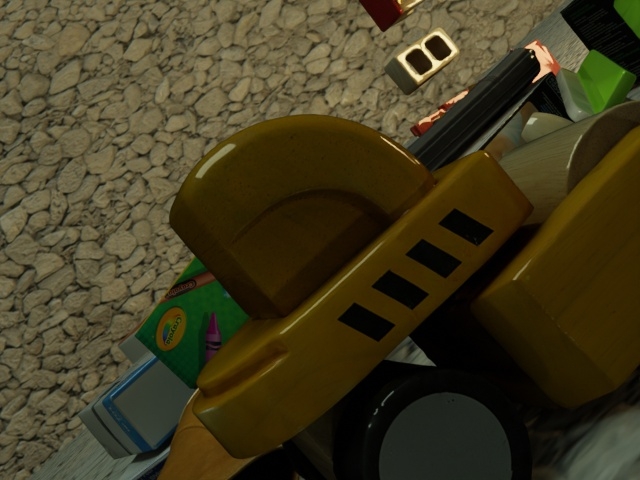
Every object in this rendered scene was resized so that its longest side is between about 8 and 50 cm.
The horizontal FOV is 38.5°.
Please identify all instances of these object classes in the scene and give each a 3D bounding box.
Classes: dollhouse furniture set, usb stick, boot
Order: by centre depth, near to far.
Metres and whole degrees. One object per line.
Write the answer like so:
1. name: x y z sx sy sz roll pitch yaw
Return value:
1. boot: -0.060 0.177 0.714 0.295 0.104 0.211 -57 10 -34
2. usb stick: 0.163 -0.136 1.082 0.278 0.045 0.077 -43 7 -25
3. dollhouse furniture set: 0.190 -0.296 1.418 0.152 0.374 0.201 -39 2 -31

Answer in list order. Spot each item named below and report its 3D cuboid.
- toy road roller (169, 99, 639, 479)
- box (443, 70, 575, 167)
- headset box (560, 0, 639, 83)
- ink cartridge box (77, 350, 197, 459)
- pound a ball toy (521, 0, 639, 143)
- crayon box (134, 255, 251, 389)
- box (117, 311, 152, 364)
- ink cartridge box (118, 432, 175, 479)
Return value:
1. toy road roller: 0.059 0.002 0.550 0.329 0.240 0.202 -42 6 -14
2. box: 0.184 -0.067 1.092 0.290 0.087 0.169 -44 6 -37
3. headset box: 0.468 -0.338 1.065 0.283 0.131 0.246 -42 6 -17
4. ink cartridge box: -0.196 0.180 1.086 0.139 0.082 0.191 -43 6 -30
5. pound a ball toy: 0.283 -0.125 0.817 0.319 0.136 0.208 -55 -11 -70
6. crayon box: -0.060 0.036 0.952 0.165 0.081 0.278 -51 -8 15
7. box: -0.124 0.100 1.481 0.345 0.168 0.215 -38 6 28
8. ink cartridge box: -0.097 0.193 1.090 0.303 0.072 0.307 -38 7 13
